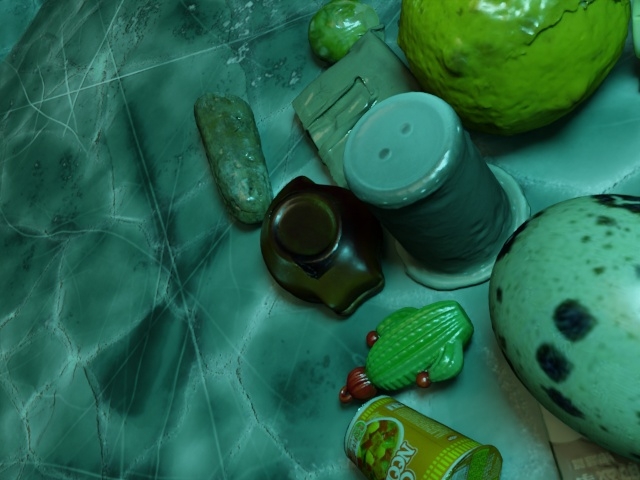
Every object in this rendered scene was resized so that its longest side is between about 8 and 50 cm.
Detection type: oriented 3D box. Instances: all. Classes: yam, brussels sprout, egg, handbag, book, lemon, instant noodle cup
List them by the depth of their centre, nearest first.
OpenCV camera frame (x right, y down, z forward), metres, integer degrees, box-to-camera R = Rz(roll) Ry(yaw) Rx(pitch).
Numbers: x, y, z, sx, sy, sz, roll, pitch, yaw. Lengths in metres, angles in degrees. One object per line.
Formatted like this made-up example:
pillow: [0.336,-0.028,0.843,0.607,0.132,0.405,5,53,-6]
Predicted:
egg: [0.371,0.104,0.721,0.287,0.287,0.379,-44,50,6]
book: [0.402,0.228,0.840,0.201,0.027,0.264,-21,58,20]
instant noodle cup: [0.137,0.317,0.893,0.185,0.168,0.169,26,83,45]
lemon: [0.290,-0.355,0.986,0.349,0.349,0.387,-34,60,13]
handbag: [0.089,-0.254,1.214,0.253,0.109,0.316,-38,54,16]
yam: [-0.179,-0.177,1.326,0.133,0.133,0.331,-30,58,16]
brussels sprout: [0.044,-0.450,1.328,0.155,0.117,0.155,-22,53,32]

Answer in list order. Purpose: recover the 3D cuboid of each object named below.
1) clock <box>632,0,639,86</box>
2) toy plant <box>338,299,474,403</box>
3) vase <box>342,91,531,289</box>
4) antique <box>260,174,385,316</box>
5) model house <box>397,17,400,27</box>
clock: [0.507,-0.354,0.925,0.069,0.232,0.170,4,69,32]
toy plant: [0.134,0.174,0.998,0.240,0.088,0.155,-22,41,36]
vase: [0.179,-0.080,0.963,0.244,0.291,0.245,-12,62,24]
antique: [0.000,0.000,1.132,0.223,0.129,0.278,-34,56,10]
model house: [0.202,-0.430,1.243,0.078,0.083,0.066,-21,57,23]
